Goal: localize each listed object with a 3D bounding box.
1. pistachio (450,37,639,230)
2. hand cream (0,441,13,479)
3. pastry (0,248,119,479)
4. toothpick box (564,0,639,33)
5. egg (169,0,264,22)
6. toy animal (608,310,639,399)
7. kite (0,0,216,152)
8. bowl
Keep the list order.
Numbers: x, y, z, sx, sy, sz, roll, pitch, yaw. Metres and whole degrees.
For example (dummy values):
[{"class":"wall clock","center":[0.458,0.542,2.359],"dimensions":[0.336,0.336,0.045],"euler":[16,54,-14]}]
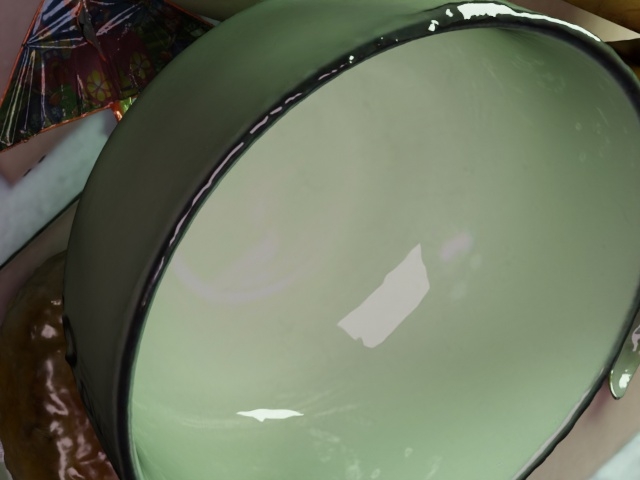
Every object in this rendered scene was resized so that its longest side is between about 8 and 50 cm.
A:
[{"class":"pistachio","center":[0.138,-0.052,1.206],"dimensions":[0.210,0.130,0.165],"euler":[-39,76,8]},{"class":"hand cream","center":[-0.175,0.167,1.213],"dimensions":[0.086,0.055,0.235],"euler":[-14,99,-18]},{"class":"pastry","center":[-0.115,0.091,1.173],"dimensions":[0.182,0.093,0.192],"euler":[-19,101,-26]},{"class":"toothpick box","center":[0.229,-0.276,1.156],"dimensions":[0.192,0.192,0.294],"euler":[20,102,-20]},{"class":"egg","center":[-0.016,-0.212,1.092],"dimensions":[0.254,0.188,0.188],"euler":[-8,105,-8]},{"class":"toy animal","center":[0.262,0.010,1.281],"dimensions":[0.155,0.095,0.219],"euler":[1,104,-13]},{"class":"kite","center":[-0.133,-0.105,1.178],"dimensions":[0.190,0.010,0.159],"euler":[-23,109,-9]},{"class":"bowl","center":[0.000,0.000,1.042],"dimensions":[0.354,0.185,0.353],"euler":[-21,130,-27]}]
